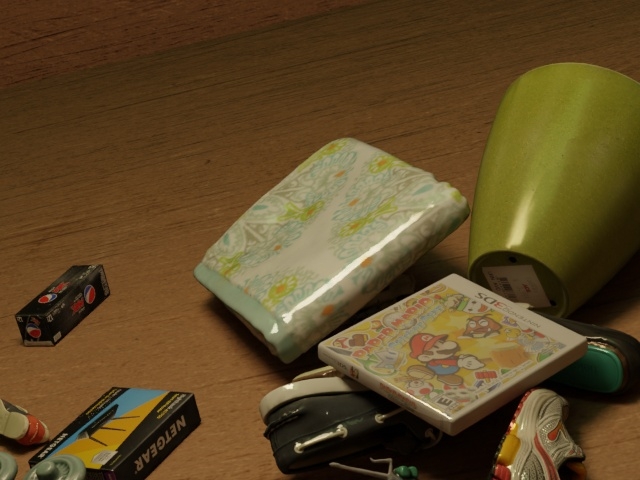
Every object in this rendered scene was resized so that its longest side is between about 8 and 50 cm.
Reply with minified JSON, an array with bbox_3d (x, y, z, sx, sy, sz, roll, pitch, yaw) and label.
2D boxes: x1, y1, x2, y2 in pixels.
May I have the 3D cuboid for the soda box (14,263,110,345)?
[{"bbox_3d":[-0.388,0.096,2.272,0.060,0.053,0.169,-3,24,27],"label":"soda box"}]

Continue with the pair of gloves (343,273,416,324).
[{"bbox_3d":[0.034,0.055,2.140,0.204,0.042,0.240,-13,21,3],"label":"pair of gloves"}]

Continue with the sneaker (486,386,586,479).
[{"bbox_3d":[0.232,0.231,1.575,0.092,0.088,0.225,21,27,10],"label":"sneaker"}]

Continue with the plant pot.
[{"bbox_3d":[0.307,-0.033,1.957,0.274,0.275,0.293,2,43,33],"label":"plant pot"}]

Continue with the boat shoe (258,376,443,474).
[{"bbox_3d":[0.084,0.203,1.698,0.302,0.114,0.091,-9,60,-12],"label":"boat shoe"}]

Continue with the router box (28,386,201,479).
[{"bbox_3d":[-0.250,0.245,1.845,0.133,0.046,0.179,0,26,31],"label":"router box"}]

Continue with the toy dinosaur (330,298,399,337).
[{"bbox_3d":[0.070,0.102,2.012,0.090,0.047,0.082,-8,1,43],"label":"toy dinosaur"}]

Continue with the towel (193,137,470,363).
[{"bbox_3d":[0.000,0.000,2.072,0.320,0.090,0.374,-41,25,-6],"label":"towel"}]

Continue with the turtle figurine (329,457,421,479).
[{"bbox_3d":[0.069,0.300,1.436,0.234,0.118,0.175,10,44,16],"label":"turtle figurine"}]

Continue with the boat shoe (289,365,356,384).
[{"bbox_3d":[0.056,0.167,1.836,0.190,0.068,0.072,-6,12,20],"label":"boat shoe"}]

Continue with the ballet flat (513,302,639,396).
[{"bbox_3d":[0.257,0.125,1.793,0.280,0.095,0.096,15,24,32],"label":"ballet flat"}]

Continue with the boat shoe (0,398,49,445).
[{"bbox_3d":[-0.402,0.237,1.963,0.043,0.049,0.137,23,-8,-39],"label":"boat shoe"}]

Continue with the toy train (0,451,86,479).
[{"bbox_3d":[-0.365,0.329,1.609,0.334,0.142,0.190,-4,34,24],"label":"toy train"}]

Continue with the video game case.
[{"bbox_3d":[0.148,0.121,1.680,0.227,0.026,0.206,-25,37,-36],"label":"video game case"}]
